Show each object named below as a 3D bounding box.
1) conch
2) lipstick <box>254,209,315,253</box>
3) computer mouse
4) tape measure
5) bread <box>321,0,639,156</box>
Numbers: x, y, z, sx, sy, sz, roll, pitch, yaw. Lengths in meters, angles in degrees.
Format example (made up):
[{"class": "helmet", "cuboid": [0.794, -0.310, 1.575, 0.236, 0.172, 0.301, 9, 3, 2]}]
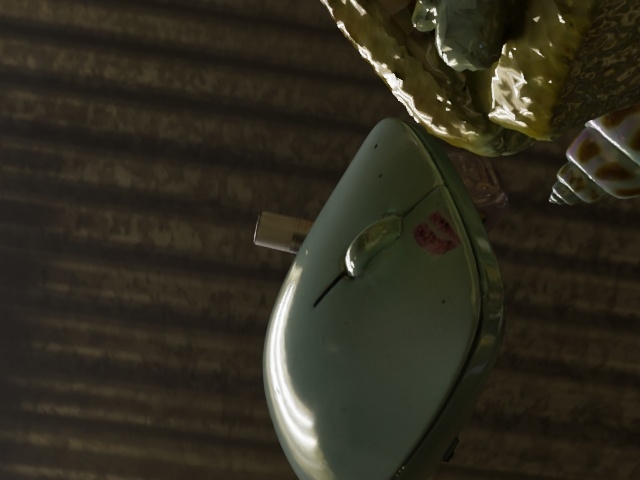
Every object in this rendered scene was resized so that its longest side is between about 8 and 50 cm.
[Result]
[{"class": "conch", "cuboid": [0.515, -0.166, 1.510, 0.249, 0.368, 0.197, 31, -126, -38]}, {"class": "lipstick", "cuboid": [0.000, 0.000, 1.104, 0.141, 0.040, 0.040, 13, -112, -1]}, {"class": "computer mouse", "cuboid": [0.018, 0.063, 0.607, 0.097, 0.288, 0.159, -9, -125, -15]}, {"class": "tape measure", "cuboid": [0.158, -0.042, 1.380, 0.197, 0.236, 0.120, -22, -115, 5]}, {"class": "bread", "cuboid": [0.069, -0.162, 0.377, 0.124, 0.186, 0.257, -22, -81, -34]}]
